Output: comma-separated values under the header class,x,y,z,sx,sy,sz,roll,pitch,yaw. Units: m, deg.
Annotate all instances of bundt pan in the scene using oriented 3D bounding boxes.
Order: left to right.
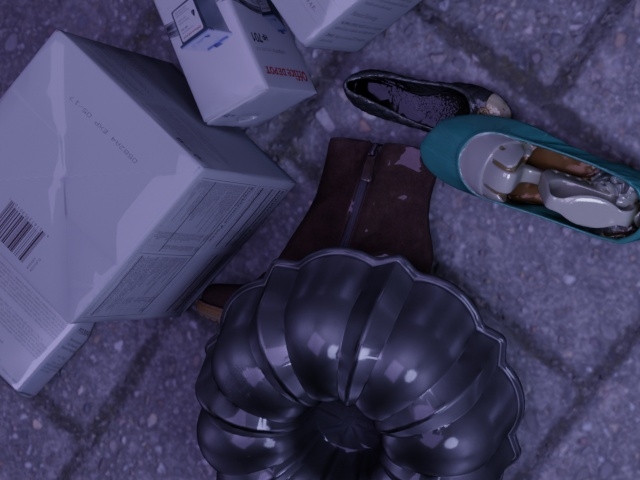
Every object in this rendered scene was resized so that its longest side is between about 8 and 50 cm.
class,x,y,z,sx,sy,sz,roll,pitch,yaw
bundt pan,0.025,0.180,1.587,0.330,0.124,0.331,7,116,14

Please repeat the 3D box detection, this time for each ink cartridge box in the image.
class,x,y,z,sx,sy,sz,roll,pitch,yaw
ink cartridge box,-0.310,0.025,1.818,0.189,0.066,0.232,42,86,15
ink cartridge box,-0.095,-0.217,1.656,0.082,0.139,0.191,-27,84,19

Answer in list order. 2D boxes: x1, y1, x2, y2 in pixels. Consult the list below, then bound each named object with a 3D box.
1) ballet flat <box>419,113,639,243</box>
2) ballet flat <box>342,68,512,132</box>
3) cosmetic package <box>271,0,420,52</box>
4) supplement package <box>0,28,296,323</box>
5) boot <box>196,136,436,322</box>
class,x,y,z,sx,sy,sz,roll,pitch,yaw
ballet flat,0.206,-0.059,1.556,0.247,0.087,0.083,18,107,13
ballet flat,0.103,-0.132,1.630,0.173,0.049,0.057,11,98,21
cosmetic package,0.037,-0.295,1.591,0.183,0.151,0.151,-38,80,19
supplement package,-0.193,-0.055,1.631,0.199,0.262,0.198,44,102,14
boot,0.000,0.000,1.678,0.248,0.090,0.207,5,83,23
